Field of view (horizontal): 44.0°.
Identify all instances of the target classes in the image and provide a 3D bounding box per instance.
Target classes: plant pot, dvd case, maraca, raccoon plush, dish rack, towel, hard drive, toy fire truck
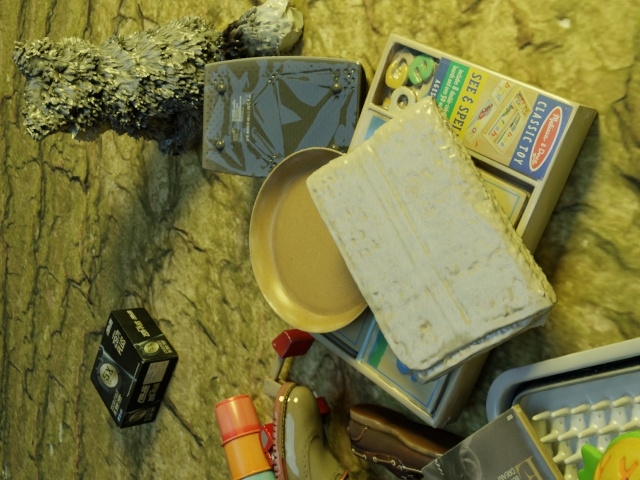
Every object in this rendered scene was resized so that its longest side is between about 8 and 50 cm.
[{"bbox_3d":[0.000,0.000,1.017,0.236,0.032,0.236,-1,89,42],"label":"plant pot"},{"bbox_3d":[0.213,0.310,0.844,0.164,0.018,0.221,-49,61,38],"label":"dvd case"},{"bbox_3d":[0.288,0.233,0.704,0.185,0.099,0.127,132,128,-70],"label":"maraca"},{"bbox_3d":[-0.282,-0.296,1.241,0.446,0.299,0.216,-37,66,42],"label":"raccoon plush"},{"bbox_3d":[0.335,0.236,0.770,0.333,0.072,0.285,-26,74,45],"label":"dish rack"},{"bbox_3d":[0.117,0.000,0.880,0.187,0.049,0.282,-33,75,23],"label":"towel"},{"bbox_3d":[-0.053,-0.174,1.131,0.255,0.054,0.171,5,97,28],"label":"hard drive"},{"bbox_3d":[-0.051,0.239,1.209,0.135,0.047,0.192,56,130,30],"label":"toy fire truck"}]

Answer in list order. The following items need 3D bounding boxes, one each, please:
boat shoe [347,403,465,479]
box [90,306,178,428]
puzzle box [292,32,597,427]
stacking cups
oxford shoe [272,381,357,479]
[{"bbox_3d":[0.113,0.271,1.017,0.207,0.073,0.073,10,98,54],"label":"boat shoe"},{"bbox_3d":[-0.363,0.245,1.528,0.147,0.078,0.180,47,125,36],"label":"box"},{"bbox_3d":[0.126,-0.016,0.961,0.272,0.052,0.408,32,111,36],"label":"puzzle box"},{"bbox_3d":[-0.088,0.399,1.242,0.096,0.096,0.316,-38,60,42],"label":"stacking cups"},{"bbox_3d":[0.029,0.354,1.084,0.130,0.123,0.348,-14,95,21],"label":"oxford shoe"}]
